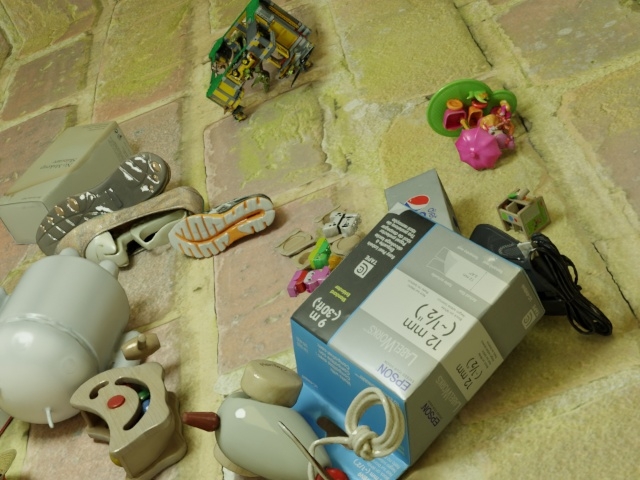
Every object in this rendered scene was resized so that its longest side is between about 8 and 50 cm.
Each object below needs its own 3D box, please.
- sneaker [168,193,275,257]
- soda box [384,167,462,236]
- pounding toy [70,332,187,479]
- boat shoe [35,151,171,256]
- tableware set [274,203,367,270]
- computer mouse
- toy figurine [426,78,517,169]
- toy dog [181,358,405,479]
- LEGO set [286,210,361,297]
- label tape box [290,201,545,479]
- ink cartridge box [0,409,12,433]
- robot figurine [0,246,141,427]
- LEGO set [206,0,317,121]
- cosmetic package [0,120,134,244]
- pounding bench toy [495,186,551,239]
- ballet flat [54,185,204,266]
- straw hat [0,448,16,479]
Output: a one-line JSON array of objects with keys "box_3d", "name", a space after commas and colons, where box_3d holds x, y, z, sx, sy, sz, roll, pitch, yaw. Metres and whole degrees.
[{"box_3d": [-0.182, -0.031, 2.136, 0.215, 0.084, 0.083, -17, 18, 8], "name": "sneaker"}, {"box_3d": [0.174, 0.003, 1.794, 0.098, 0.091, 0.286, -23, 30, 10], "name": "soda box"}, {"box_3d": [-0.308, 0.237, 1.727, 0.154, 0.155, 0.269, -22, 30, -2], "name": "pounding toy"}, {"box_3d": [-0.440, -0.065, 2.355, 0.324, 0.123, 0.116, -30, -4, 9], "name": "boat shoe"}, {"box_3d": [0.000, 0.000, 1.998, 0.141, 0.020, 0.168, -30, 30, -8], "name": "tableware set"}, {"box_3d": [0.277, 0.051, 1.596, 0.072, 0.188, 0.272, -43, 23, -7], "name": "computer mouse"}, {"box_3d": [0.292, -0.192, 2.023, 0.173, 0.130, 0.159, -4, 43, -11], "name": "toy figurine"}, {"box_3d": [-0.059, 0.277, 1.446, 0.161, 0.220, 0.334, 4, 2, -38], "name": "toy dog"}, {"box_3d": [0.037, 0.044, 1.843, 0.093, 0.087, 0.227, -3, 33, 24], "name": "LEGO set"}, {"box_3d": [0.092, 0.140, 1.533, 0.347, 0.115, 0.249, -45, 45, -12], "name": "label tape box"}, {"box_3d": [-0.647, 0.281, 1.964, 0.237, 0.100, 0.172, -7, 35, 29], "name": "ink cartridge box"}, {"box_3d": [-0.443, 0.163, 1.897, 0.300, 0.199, 0.353, 15, 37, 1], "name": "robot figurine"}, {"box_3d": [-0.125, -0.403, 2.617, 0.255, 0.192, 0.331, -51, 23, 16], "name": "LEGO set"}, {"box_3d": [-0.566, -0.132, 2.532, 0.160, 0.113, 0.309, -5, 35, 31], "name": "cosmetic package"}, {"box_3d": [0.313, -0.055, 1.788, 0.052, 0.083, 0.065, -37, 33, -18], "name": "pounding bench toy"}, {"box_3d": [-0.371, -0.010, 2.215, 0.316, 0.107, 0.106, -27, 44, -1], "name": "ballet flat"}, {"box_3d": [-0.502, 0.387, 1.733, 0.144, 0.061, 0.144, -32, 16, 10], "name": "straw hat"}]
